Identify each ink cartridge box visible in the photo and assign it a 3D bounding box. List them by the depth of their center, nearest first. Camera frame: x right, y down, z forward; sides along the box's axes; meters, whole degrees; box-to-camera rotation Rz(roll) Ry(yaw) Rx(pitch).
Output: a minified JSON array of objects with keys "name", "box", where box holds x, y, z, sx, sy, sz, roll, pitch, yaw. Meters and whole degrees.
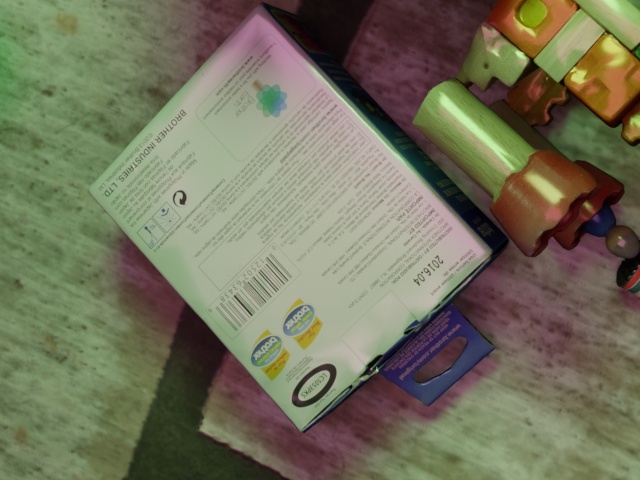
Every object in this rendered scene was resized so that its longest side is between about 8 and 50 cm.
[{"name":"ink cartridge box","box":[0.000,0.000,1.193,0.270,0.151,0.395,-44,82,16]}]

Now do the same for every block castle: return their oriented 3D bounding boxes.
[{"name":"block castle","box":[0.316,-0.185,1.011,0.213,0.303,0.453,45,105,13]}]

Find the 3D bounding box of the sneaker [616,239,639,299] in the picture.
[{"name":"sneaker","box":[0.366,0.003,1.148,0.075,0.057,0.161,38,103,-8]}]
